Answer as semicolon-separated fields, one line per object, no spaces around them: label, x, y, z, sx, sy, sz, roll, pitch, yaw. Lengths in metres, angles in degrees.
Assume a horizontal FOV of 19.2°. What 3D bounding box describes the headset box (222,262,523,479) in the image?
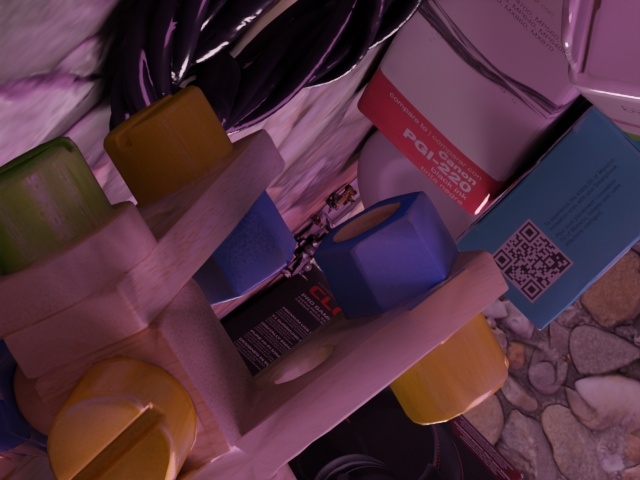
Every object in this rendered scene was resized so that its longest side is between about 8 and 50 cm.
headset box;-0.010;0.156;1.268;0.110;0.218;0.293;-49;171;31

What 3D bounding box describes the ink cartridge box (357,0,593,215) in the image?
ink cartridge box;0.123;-0.126;0.901;0.158;0.092;0.218;-42;171;-25

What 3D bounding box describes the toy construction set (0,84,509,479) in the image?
toy construction set;-0.118;0.075;0.401;0.215;0.151;0.328;-19;-178;37

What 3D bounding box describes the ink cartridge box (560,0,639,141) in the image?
ink cartridge box;0.161;-0.129;0.592;0.353;0.119;0.207;-3;104;-77

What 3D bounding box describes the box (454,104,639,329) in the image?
box;0.156;-0.039;0.979;0.100;0.060;0.244;-46;175;26

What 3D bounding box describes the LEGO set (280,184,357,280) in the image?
LEGO set;-0.001;0.000;1.210;0.054;0.023;0.083;-40;172;-33

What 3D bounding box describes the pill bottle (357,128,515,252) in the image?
pill bottle;0.119;-0.068;1.159;0.193;0.108;0.108;-40;172;-38

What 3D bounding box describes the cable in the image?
cable;-0.007;-0.073;0.619;0.150;0.047;0.184;-43;174;-16
